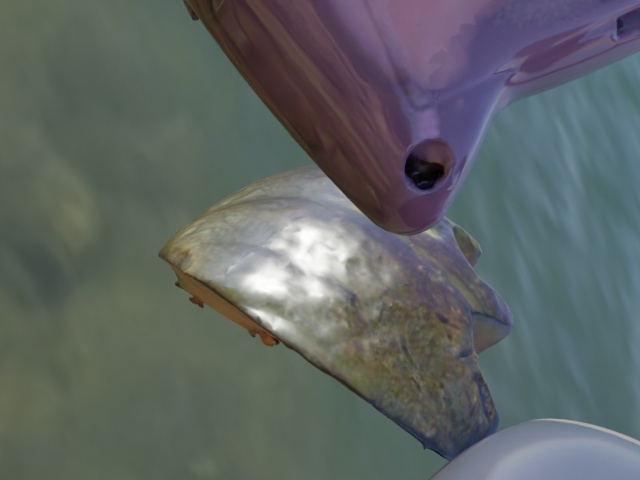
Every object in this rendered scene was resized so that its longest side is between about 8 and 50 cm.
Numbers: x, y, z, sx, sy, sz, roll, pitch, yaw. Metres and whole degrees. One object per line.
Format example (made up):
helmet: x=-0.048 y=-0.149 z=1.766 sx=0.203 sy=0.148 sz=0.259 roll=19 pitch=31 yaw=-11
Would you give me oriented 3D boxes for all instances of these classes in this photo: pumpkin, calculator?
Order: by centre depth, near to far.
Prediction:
calculator: x=0.023 y=-0.163 z=0.375 sx=0.294 sy=0.194 sz=0.043 roll=65 pitch=-9 yaw=-2
pumpkin: x=0.000 y=0.000 z=0.904 sx=0.254 sy=0.130 sz=0.149 roll=31 pitch=-9 yaw=43

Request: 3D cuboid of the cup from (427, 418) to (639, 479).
cup: x=0.119 y=0.142 z=0.455 sx=0.253 sy=0.200 sz=0.191 roll=-45 pitch=149 yaw=-23
